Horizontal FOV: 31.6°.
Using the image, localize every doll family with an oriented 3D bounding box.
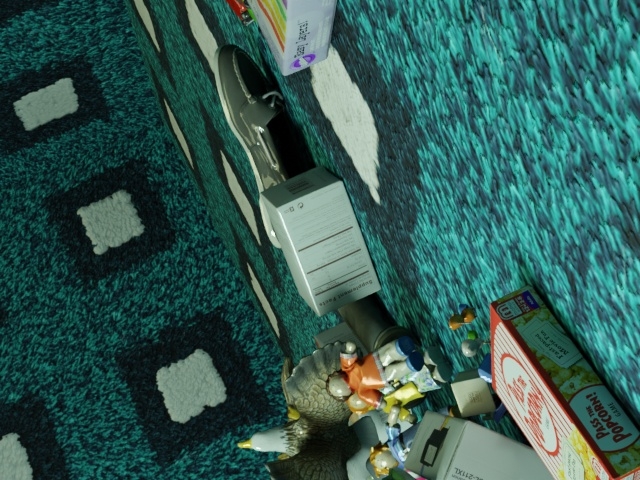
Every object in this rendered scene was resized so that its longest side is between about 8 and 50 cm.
[{"bbox_3d":[0.113,0.237,1.461,0.118,0.163,0.263,-22,-97,-56],"label":"doll family"}]

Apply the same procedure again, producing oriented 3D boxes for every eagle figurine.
[{"bbox_3d":[-0.007,0.284,1.638,0.226,0.225,0.298,54,161,0],"label":"eagle figurine"}]

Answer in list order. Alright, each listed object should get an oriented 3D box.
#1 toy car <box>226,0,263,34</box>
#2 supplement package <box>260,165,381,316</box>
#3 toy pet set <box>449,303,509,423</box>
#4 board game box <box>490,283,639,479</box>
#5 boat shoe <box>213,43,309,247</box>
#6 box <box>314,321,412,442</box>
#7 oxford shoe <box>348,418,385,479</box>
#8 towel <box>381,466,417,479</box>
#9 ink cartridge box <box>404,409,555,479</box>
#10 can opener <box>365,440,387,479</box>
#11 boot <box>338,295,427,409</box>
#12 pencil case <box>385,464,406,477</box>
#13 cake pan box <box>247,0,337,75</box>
[{"bbox_3d":[-0.084,-0.316,1.427,0.225,0.053,0.239,52,178,31],"label":"toy car"},{"bbox_3d":[0.000,0.000,1.642,0.179,0.105,0.105,70,169,-21],"label":"supplement package"},{"bbox_3d":[0.180,0.131,1.174,0.114,0.065,0.122,-37,-71,-63],"label":"toy pet set"},{"bbox_3d":[0.216,0.155,0.995,0.147,0.045,0.193,77,166,-51],"label":"board game box"},{"bbox_3d":[-0.066,-0.150,1.747,0.112,0.095,0.335,-47,-58,-61],"label":"boat shoe"},{"bbox_3d":[0.073,0.233,1.877,0.170,0.091,0.130,55,166,49],"label":"box"},{"bbox_3d":[0.108,0.465,2.058,0.130,0.169,0.449,-133,28,-55],"label":"oxford shoe"},{"bbox_3d":[0.207,0.359,1.208,0.325,0.038,0.248,39,172,2],"label":"towel"},{"bbox_3d":[0.174,0.237,1.181,0.127,0.072,0.175,24,172,-6],"label":"ink cartridge box"},{"bbox_3d":[0.187,0.399,1.622,0.283,0.076,0.095,51,136,8],"label":"can opener"},{"bbox_3d":[0.082,0.127,1.660,0.190,0.076,0.208,79,171,-47],"label":"boot"},{"bbox_3d":[0.190,0.394,1.509,0.133,0.119,0.306,-49,55,33],"label":"pencil case"},{"bbox_3d":[-0.063,-0.346,1.233,0.246,0.070,0.267,113,133,-75],"label":"cake pan box"}]
